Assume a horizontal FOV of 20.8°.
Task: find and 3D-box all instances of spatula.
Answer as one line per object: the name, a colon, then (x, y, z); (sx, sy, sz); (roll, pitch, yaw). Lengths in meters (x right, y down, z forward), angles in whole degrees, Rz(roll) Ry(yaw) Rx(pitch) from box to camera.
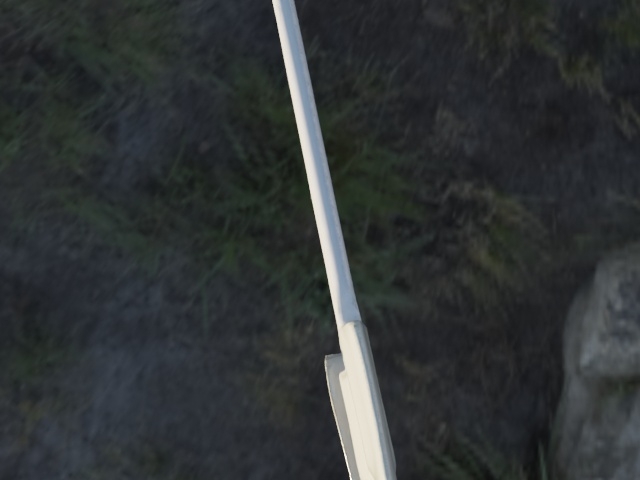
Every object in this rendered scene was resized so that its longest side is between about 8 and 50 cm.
spatula: (0.000, 0.000, 0.621); (0.019, 0.168, 0.242); (-12, 83, 1)
